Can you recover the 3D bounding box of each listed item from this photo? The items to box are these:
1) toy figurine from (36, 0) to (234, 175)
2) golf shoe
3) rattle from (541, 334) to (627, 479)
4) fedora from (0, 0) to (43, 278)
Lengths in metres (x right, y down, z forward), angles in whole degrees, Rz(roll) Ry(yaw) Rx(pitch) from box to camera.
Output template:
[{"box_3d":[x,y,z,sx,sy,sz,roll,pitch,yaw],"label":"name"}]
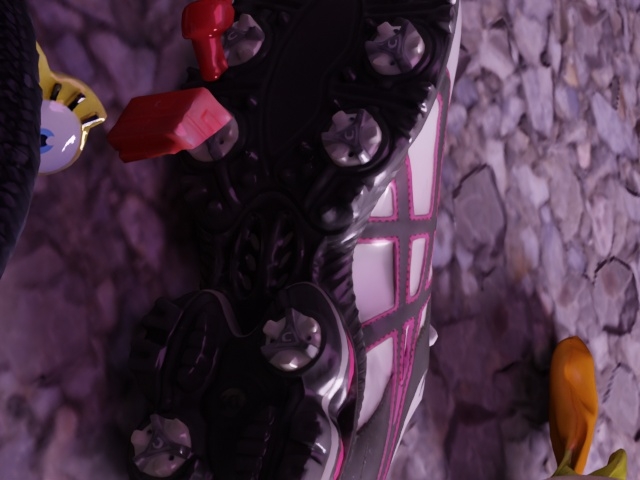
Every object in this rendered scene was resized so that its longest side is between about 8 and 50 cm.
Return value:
[{"box_3d":[-0.069,-0.193,0.590,0.362,0.217,0.191,53,55,-28],"label":"toy figurine"},{"box_3d":[0.000,0.000,0.775,0.120,0.105,0.273,48,53,-56],"label":"golf shoe"},{"box_3d":[0.184,0.120,0.883,0.143,0.199,0.130,-49,121,-44],"label":"rattle"},{"box_3d":[-0.214,0.015,0.411,0.334,0.334,0.152,-43,153,-46],"label":"fedora"}]
